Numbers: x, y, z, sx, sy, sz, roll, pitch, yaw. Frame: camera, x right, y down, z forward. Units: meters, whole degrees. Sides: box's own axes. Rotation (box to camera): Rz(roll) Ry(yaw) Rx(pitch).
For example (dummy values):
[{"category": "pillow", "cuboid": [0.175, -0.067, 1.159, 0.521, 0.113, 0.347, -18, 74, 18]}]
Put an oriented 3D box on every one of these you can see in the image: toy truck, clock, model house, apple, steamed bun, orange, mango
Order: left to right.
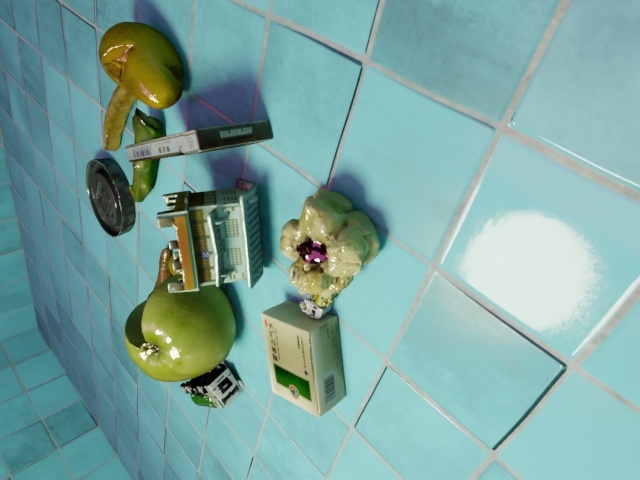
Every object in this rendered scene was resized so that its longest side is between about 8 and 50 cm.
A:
[{"category": "clock", "cuboid": [-0.741, -0.151, 1.585, 0.280, 0.055, 0.281, 20, 120, 39]}, {"category": "mango", "cuboid": [-0.423, -0.419, 1.079, 0.262, 0.167, 0.130, 46, 148, 17]}, {"category": "apple", "cuboid": [-0.378, 0.236, 1.215, 0.291, 0.254, 0.292, 7, 111, 19]}, {"category": "orange", "cuboid": [-0.404, 0.071, 1.316, 0.095, 0.085, 0.085, 14, 116, 39]}, {"category": "toy truck", "cuboid": [-0.343, 0.466, 1.407, 0.242, 0.101, 0.125, -24, 102, 50]}, {"category": "model house", "cuboid": [-0.243, -0.013, 1.020, 0.198, 0.215, 0.224, -128, 34, -65]}, {"category": "steamed bun", "cuboid": [0.000, 0.000, 0.831, 0.177, 0.106, 0.192, -39, 69, 30]}, {"category": "toy truck", "cuboid": [0.003, 0.108, 0.940, 0.062, 0.052, 0.123, 33, 126, 24]}]

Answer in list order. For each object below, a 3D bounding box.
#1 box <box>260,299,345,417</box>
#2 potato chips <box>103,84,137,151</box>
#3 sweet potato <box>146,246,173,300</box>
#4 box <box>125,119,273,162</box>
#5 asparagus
[{"category": "box", "cuboid": [-0.041, 0.261, 1.020, 0.168, 0.095, 0.212, 11, 114, 45]}, {"category": "potato chips", "cuboid": [-0.583, -0.385, 1.322, 0.407, 0.057, 0.080, -29, 82, 48]}, {"category": "sweet potato", "cuboid": [-0.533, 0.169, 1.494, 0.108, 0.079, 0.346, 56, 135, 30]}, {"category": "box", "cuboid": [-0.277, -0.216, 0.991, 0.324, 0.180, 0.047, 5, 110, 44]}, {"category": "asparagus", "cuboid": [-0.504, -0.232, 1.292, 0.082, 0.085, 0.343, 38, 137, 13]}]
